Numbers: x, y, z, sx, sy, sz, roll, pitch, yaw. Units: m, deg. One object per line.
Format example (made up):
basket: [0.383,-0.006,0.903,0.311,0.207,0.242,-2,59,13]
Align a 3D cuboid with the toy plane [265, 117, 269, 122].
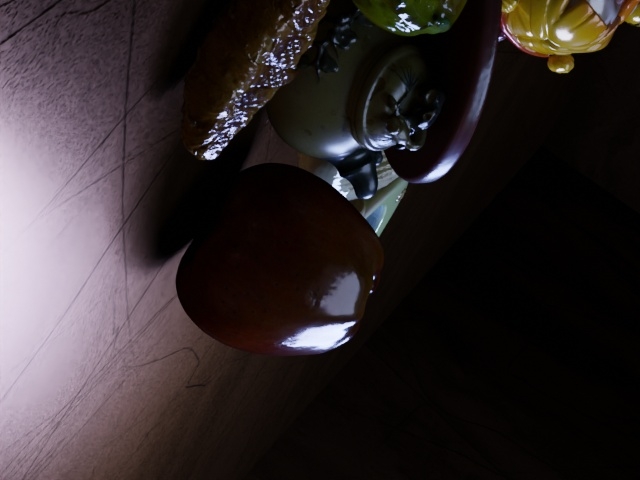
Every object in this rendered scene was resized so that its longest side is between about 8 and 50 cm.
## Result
toy plane: [0.021,-0.182,1.825,0.126,0.077,0.194,-61,173,20]

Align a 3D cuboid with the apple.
apple: [-0.045,0.024,1.807,0.234,0.234,0.234,-52,170,-13]

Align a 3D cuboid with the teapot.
teapot: [0.042,-0.166,1.605,0.173,0.182,0.269,-29,137,-45]

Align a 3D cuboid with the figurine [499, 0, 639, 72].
figurine: [0.358,-0.396,2.311,0.320,0.196,0.323,41,72,-37]

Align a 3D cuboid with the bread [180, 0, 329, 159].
bread: [-0.061,-0.176,1.452,0.233,0.076,0.105,-51,160,27]

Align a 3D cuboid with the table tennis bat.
table tennis bat: [0.124,-0.261,1.658,0.268,0.051,0.414,-138,-125,-66]

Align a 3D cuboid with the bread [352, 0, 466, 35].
bread: [0.124,-0.372,1.463,0.166,0.112,0.383,24,91,-59]

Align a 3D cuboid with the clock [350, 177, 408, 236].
clock: [0.000,0.000,2.274,0.235,0.096,0.308,-58,169,30]

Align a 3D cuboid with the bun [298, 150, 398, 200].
bun: [0.052,-0.152,1.955,0.222,0.127,0.222,-35,157,-17]
